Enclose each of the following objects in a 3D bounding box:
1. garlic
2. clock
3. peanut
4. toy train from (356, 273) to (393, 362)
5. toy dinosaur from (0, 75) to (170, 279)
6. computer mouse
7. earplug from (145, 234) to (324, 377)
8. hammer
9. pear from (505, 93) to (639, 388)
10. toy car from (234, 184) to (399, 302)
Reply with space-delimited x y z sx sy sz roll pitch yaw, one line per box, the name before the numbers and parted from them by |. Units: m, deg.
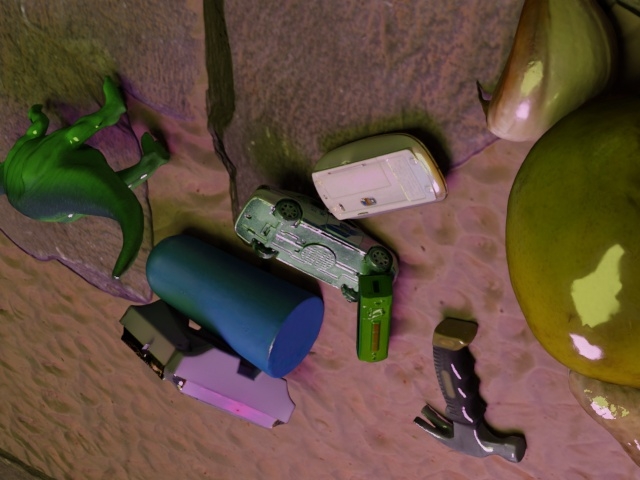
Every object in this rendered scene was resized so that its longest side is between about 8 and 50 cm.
garlic | 0.223 -0.156 1.198 0.128 0.115 0.206 33 143 4
clock | -0.167 0.181 1.760 0.253 0.083 0.186 31 -179 -41
peanut | 0.382 0.215 1.408 0.214 0.099 0.099 52 141 -7
toy train | 0.072 0.120 1.595 0.044 0.042 0.209 -3 144 -1
toy dinosaur | -0.401 -0.049 1.613 0.375 0.500 0.144 -24 120 13
computer mouse | 0.075 -0.078 1.450 0.199 0.045 0.102 -12 116 46
earplug | -0.141 0.079 1.723 0.273 0.132 0.132 29 139 24
hammer | 0.192 0.204 1.605 0.159 0.041 0.226 10 131 33
pear | 0.324 0.022 1.156 0.287 0.287 0.375 26 156 21
toy car | 0.000 0.000 1.560 0.224 0.076 0.090 27 136 -9
